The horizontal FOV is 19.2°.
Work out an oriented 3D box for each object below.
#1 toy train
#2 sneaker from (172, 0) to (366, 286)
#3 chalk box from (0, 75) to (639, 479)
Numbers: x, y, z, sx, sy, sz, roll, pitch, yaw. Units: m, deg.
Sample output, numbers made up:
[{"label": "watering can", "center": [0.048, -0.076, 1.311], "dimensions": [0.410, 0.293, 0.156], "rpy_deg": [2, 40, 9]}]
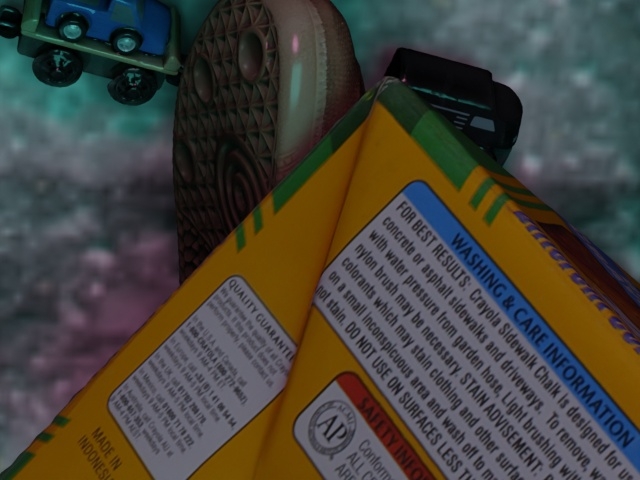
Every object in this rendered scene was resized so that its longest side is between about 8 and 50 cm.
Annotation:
[{"label": "toy train", "center": [-0.014, -0.050, 0.549], "dimensions": [0.158, 0.027, 0.036], "rpy_deg": [12, 133, -15]}, {"label": "sneaker", "center": [0.000, 0.000, 0.548], "dimensions": [0.071, 0.066, 0.188], "rpy_deg": [-15, 137, -23]}, {"label": "chalk box", "center": [0.072, 0.121, 0.531], "dimensions": [0.179, 0.180, 0.289], "rpy_deg": [-46, 144, 9]}]
